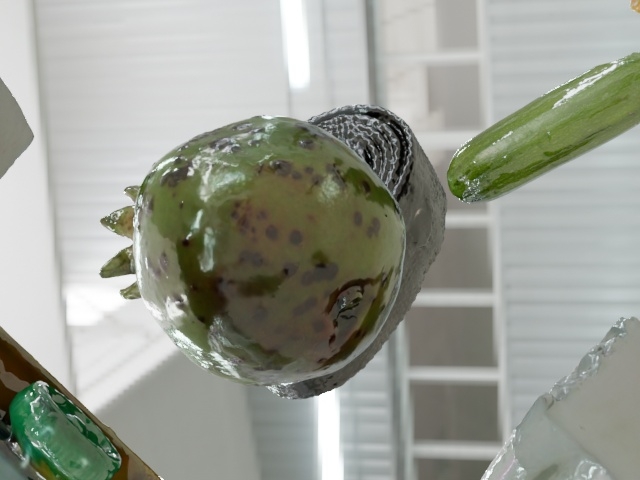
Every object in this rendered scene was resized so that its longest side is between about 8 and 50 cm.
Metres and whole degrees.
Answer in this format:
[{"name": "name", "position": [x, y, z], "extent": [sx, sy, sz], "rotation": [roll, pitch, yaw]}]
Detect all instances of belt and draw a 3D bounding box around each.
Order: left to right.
[{"name": "belt", "position": [0.000, 0.000, 1.683], "extent": [0.289, 0.184, 0.164], "rotation": [-62, -35, -28]}]

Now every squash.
[{"name": "squash", "position": [0.223, -0.106, 1.625], "extent": [0.069, 0.239, 0.069], "rotation": [56, -165, -23]}]

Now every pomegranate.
[{"name": "pomegranate", "position": [-0.078, 0.004, 1.409], "extent": [0.231, 0.286, 0.231], "rotation": [-29, -58, -60]}]

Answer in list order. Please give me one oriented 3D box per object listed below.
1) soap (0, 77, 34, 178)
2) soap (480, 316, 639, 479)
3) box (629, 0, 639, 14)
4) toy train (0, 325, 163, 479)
[{"name": "soap", "position": [-0.610, -0.217, 2.219], "extent": [0.213, 0.435, 0.350], "rotation": [-54, -21, -9]}, {"name": "soap", "position": [0.226, 0.250, 1.615], "extent": [0.258, 0.159, 0.302], "rotation": [-37, -18, -54]}, {"name": "box", "position": [0.444, -0.269, 1.602], "extent": [0.274, 0.221, 0.091], "rotation": [125, 166, -57]}, {"name": "toy train", "position": [-0.265, 0.119, 1.182], "extent": [0.429, 0.178, 0.249], "rotation": [44, 179, -4]}]
